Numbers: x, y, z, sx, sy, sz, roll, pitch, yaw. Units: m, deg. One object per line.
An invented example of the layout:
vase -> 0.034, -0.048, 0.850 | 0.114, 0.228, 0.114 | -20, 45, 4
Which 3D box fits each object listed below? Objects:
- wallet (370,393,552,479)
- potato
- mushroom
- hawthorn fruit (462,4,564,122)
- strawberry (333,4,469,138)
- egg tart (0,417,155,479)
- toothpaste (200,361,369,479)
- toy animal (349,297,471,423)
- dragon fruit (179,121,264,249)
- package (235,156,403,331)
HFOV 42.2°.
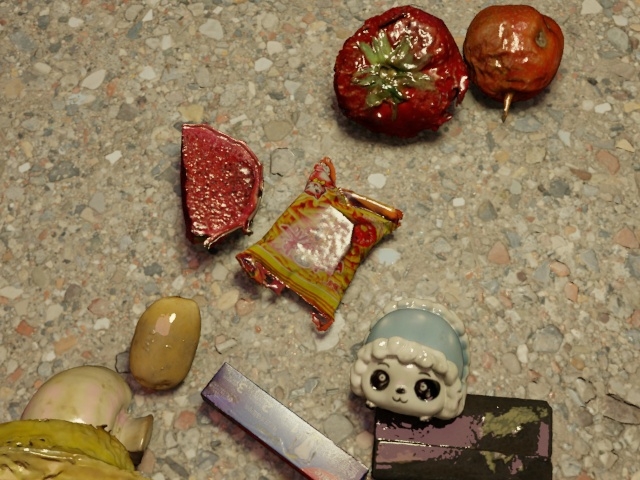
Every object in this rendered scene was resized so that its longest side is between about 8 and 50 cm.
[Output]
wallet -> 0.252, 0.352, 1.474 | 0.321, 0.044, 0.170 | 5, 65, 2
potato -> -0.283, 0.186, 1.513 | 0.109, 0.118, 0.178 | 9, 77, 42
mushroom -> -0.411, 0.286, 1.439 | 0.236, 0.162, 0.173 | 5, 68, 0
hawthorn fruit -> 0.394, -0.357, 1.707 | 0.207, 0.207, 0.243 | 5, 76, 2
strawberry -> 0.167, -0.341, 1.696 | 0.274, 0.220, 0.274 | 1, 104, 5
egg tart -> -0.428, 0.387, 1.264 | 0.443, 0.443, 0.178 | -1, 50, -1
toothpaste -> -0.065, 0.341, 1.468 | 0.320, 0.066, 0.076 | 35, 71, 13
toy animal -> 0.162, 0.206, 1.457 | 0.208, 0.156, 0.204 | 13, 31, 13
dragon fruit -> -0.190, -0.090, 1.630 | 0.161, 0.126, 0.274 | -5, 66, -12
package -> 0.005, 0.005, 1.596 | 0.223, 0.108, 0.288 | 37, 79, 9
